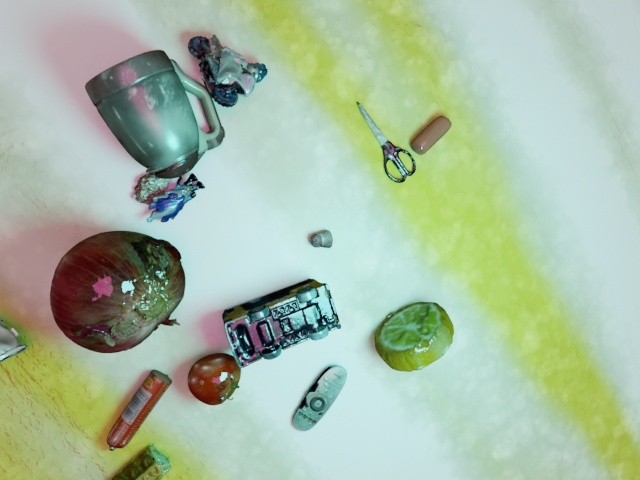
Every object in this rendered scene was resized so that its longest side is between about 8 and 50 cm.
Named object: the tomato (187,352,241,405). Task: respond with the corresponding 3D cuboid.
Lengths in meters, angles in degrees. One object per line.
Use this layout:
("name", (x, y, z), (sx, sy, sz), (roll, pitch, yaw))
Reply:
("tomato", (-0.322, 0.416, 1.445), (0.167, 0.167, 0.167), (-1, 96, -13))

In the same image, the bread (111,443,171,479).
("bread", (-0.583, 0.747, 1.445), (0.269, 0.087, 0.098), (-41, 103, -7))

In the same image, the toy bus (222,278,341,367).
("toy bus", (-0.125, 0.240, 1.447), (0.324, 0.194, 0.161), (-20, 100, -14))

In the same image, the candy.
("candy", (0.295, 0.301, 1.516), (0.260, 0.260, 0.118), (-34, 106, -8))

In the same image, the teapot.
("teapot", (-0.426, -0.341, 1.328), (0.315, 0.233, 0.312), (-38, 111, -35))

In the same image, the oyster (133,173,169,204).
("oyster", (-0.496, -0.153, 1.402), (0.098, 0.037, 0.100), (10, 93, -13))

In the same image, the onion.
("onion", (-0.532, 0.139, 1.288), (0.354, 0.353, 0.353), (-1, 96, -13))

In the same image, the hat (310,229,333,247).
("hat", (0.001, -0.001, 1.535), (0.087, 0.042, 0.058), (-16, 100, -45))

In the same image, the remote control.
("remote control", (-0.003, 0.519, 1.578), (0.097, 0.045, 0.256), (37, 90, -12))

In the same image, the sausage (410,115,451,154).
("sausage", (0.364, -0.347, 1.567), (0.154, 0.062, 0.062), (-44, 103, -6))

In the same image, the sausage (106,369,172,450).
("sausage", (-0.555, 0.521, 1.438), (0.074, 0.074, 0.274), (35, 87, -14))

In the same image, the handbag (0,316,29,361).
("handbag", (-0.922, 0.299, 1.281), (0.205, 0.179, 0.116), (-31, 93, -14))

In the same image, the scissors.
("scissors", (0.205, -0.325, 1.554), (0.109, 0.022, 0.300), (-38, 102, -11))

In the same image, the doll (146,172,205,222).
("doll", (-0.434, -0.118, 1.408), (0.195, 0.070, 0.096), (-42, 133, -9))

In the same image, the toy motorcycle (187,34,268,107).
("toy motorcycle", (-0.255, -0.501, 1.391), (0.204, 0.108, 0.239), (-20, 91, -29))
